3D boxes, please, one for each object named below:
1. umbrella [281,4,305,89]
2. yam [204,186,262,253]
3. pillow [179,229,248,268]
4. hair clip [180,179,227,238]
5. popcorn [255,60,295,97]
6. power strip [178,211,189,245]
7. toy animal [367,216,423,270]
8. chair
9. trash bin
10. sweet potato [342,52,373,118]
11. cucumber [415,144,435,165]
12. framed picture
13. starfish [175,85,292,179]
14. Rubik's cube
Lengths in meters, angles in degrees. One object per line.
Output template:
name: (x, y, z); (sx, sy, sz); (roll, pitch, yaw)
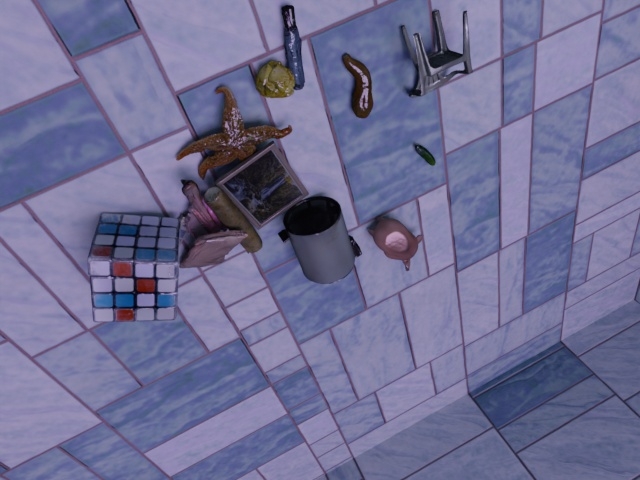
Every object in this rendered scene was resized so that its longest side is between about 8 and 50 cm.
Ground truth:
umbrella: (-0.079, -0.578, 1.501); (0.053, 0.052, 0.250); (-19, 131, -17)
yam: (-0.293, -0.066, 1.710); (0.083, 0.083, 0.371); (-32, 148, -3)
pillow: (-0.379, 0.035, 1.732); (0.173, 0.067, 0.270); (-6, 160, -32)
hair clip: (-0.396, -0.113, 1.647); (0.173, 0.069, 0.300); (-41, 151, -14)
popcorn: (-0.139, -0.489, 1.512); (0.116, 0.121, 0.106); (-7, 91, -54)
power strip: (-0.488, -0.030, 1.717); (0.047, 0.030, 0.191); (20, 114, -38)
toy animal: (0.323, -0.001, 2.083); (0.250, 0.154, 0.166); (31, 98, -43)
chair: (0.382, -0.602, 1.657); (0.203, 0.190, 0.274); (-25, 124, -7)
trash bin: (0.000, 0.000, 1.870); (0.277, 0.217, 0.262); (-25, 131, -7)
sweet potato: (0.134, -0.515, 1.659); (0.081, 0.062, 0.233); (-23, 129, -8)
cucumber: (0.410, -0.341, 1.950); (0.037, 0.037, 0.155); (-48, 133, 12)
framed picture: (-0.192, -0.179, 1.714); (0.240, 0.020, 0.324); (-34, 147, 0)
starfish: (-0.271, -0.320, 1.571); (0.375, 0.094, 0.327); (-8, 129, -16)
Rubik's cube: (-0.584, 0.085, 1.583); (0.256, 0.259, 0.253); (2, 126, -18)
